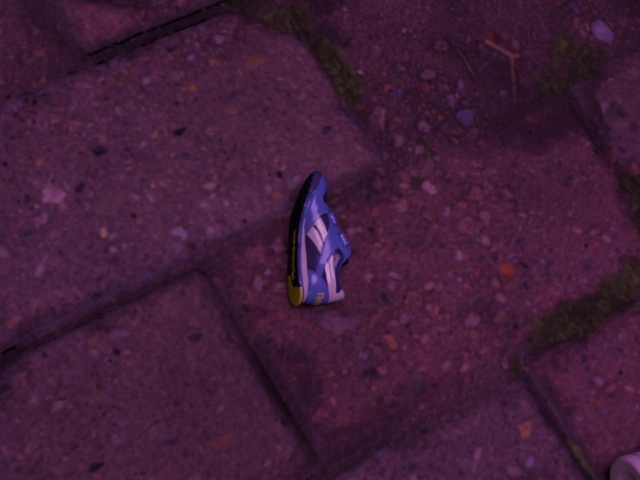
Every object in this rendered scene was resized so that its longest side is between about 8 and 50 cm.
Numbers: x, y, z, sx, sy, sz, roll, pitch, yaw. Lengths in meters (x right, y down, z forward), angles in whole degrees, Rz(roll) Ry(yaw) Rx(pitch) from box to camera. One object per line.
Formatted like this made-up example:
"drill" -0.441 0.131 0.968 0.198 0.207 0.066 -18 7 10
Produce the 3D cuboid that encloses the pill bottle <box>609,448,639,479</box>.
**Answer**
"pill bottle" 0.375 0.242 1.391 0.137 0.078 0.078 -14 73 -22

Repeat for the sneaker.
"sneaker" 0.000 0.000 1.392 0.059 0.053 0.144 7 75 -14
